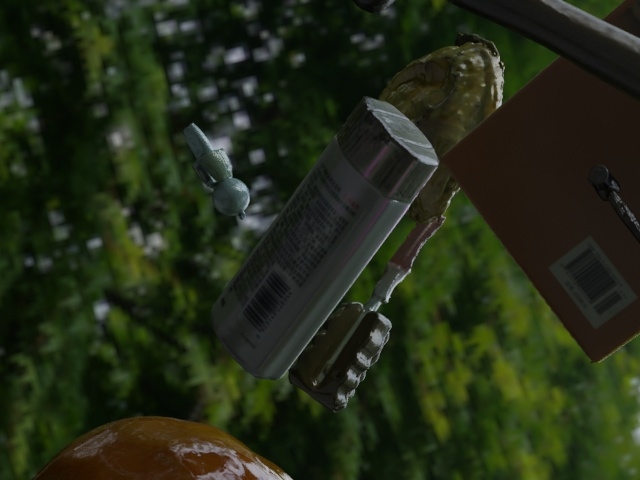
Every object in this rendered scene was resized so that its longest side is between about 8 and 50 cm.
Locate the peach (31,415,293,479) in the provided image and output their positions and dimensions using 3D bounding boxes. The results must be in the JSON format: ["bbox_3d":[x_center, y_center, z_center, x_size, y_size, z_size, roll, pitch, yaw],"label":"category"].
[{"bbox_3d":[-0.139,0.340,1.780,0.301,0.343,0.343,43,-40,39],"label":"peach"}]

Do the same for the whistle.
[{"bbox_3d":[-0.095,-0.062,1.722,0.100,0.035,0.035,58,-30,6],"label":"whistle"}]

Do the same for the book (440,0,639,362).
[{"bbox_3d":[0.321,-0.086,1.791,0.374,0.028,0.262,-40,-100,29],"label":"book"}]

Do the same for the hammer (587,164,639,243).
[{"bbox_3d":[0.289,0.008,1.653,0.178,0.021,0.065,60,10,28],"label":"hammer"}]

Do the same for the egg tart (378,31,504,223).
[{"bbox_3d":[0.117,-0.132,2.110,0.232,0.098,0.252,-48,-154,40],"label":"egg tart"}]

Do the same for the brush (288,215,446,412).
[{"bbox_3d":[0.069,0.075,2.317,0.084,0.301,0.071,31,-25,11],"label":"brush"}]

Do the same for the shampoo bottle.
[{"bbox_3d":[0.000,0.000,1.461,0.227,0.056,0.086,-55,-128,21],"label":"shampoo bottle"}]

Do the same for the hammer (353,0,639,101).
[{"bbox_3d":[0.212,-0.095,1.134,0.440,0.044,0.168,29,-17,6],"label":"hammer"}]
